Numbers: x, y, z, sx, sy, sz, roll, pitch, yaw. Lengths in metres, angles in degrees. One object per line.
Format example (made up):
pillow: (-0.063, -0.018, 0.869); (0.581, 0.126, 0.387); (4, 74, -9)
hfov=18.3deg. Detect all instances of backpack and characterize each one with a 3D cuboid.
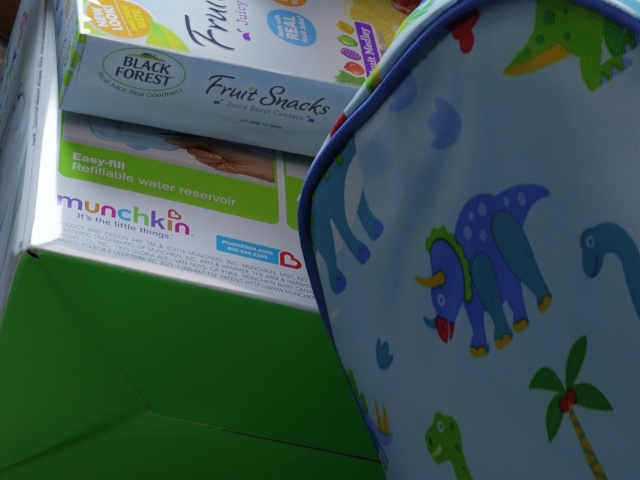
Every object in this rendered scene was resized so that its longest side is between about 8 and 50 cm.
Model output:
backpack: (0.150, 0.060, 0.557); (0.273, 0.290, 0.355); (0, 68, -21)

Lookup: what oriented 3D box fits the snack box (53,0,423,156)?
snack box: (-0.026, -0.077, 0.732); (0.141, 0.037, 0.100); (10, 37, -17)

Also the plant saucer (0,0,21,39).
plant saucer: (-0.086, -0.142, 0.958); (0.168, 0.029, 0.168); (1, 41, -1)

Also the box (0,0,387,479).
box: (0.000, 0.000, 0.787); (0.262, 0.126, 0.231); (13, 36, -16)
